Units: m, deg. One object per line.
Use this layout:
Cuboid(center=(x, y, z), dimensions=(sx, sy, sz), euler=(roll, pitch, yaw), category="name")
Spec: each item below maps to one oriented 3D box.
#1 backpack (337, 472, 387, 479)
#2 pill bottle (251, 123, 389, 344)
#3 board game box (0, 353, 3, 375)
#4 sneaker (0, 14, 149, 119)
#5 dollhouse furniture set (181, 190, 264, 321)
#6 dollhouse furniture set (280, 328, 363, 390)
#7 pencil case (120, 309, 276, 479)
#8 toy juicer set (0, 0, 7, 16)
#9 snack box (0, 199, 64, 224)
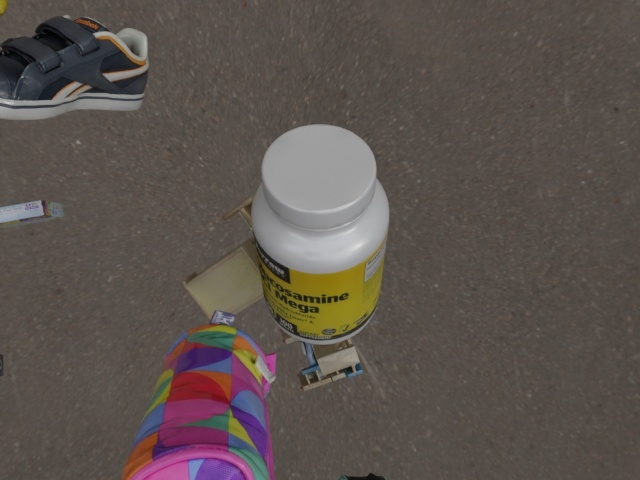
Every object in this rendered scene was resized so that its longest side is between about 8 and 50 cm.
Cuboid(center=(0.054, 0.483, 1.016), dimensions=(0.144, 0.166, 0.188), euler=(1, 108, -23), category="backpack")
Cuboid(center=(0.000, 0.000, 0.936), dimensions=(0.188, 0.334, 0.188), euler=(-1, 57, 1), category="pill bottle")
Cuboid(center=(-0.651, 0.206, 1.110), dimensions=(0.165, 0.243, 0.042), euler=(-4, 73, -14), category="board game box")
Cuboid(center=(-0.369, -0.249, 0.915), dimensions=(0.126, 0.321, 0.127), euler=(28, 115, 17), category="sneaker")
Cuboid(center=(-0.126, 0.038, 1.267), dimensions=(0.161, 0.242, 0.212), euler=(-32, 98, 30), category="dollhouse furniture set")
Cuboid(center=(0.007, 0.242, 1.297), dimensions=(0.129, 0.184, 0.129), euler=(-19, 110, -2), category="dollhouse furniture set")
Cuboid(center=(-0.080, 0.136, 0.479), dimensions=(0.104, 0.236, 0.104), euler=(-1, 104, -4), category="pencil case")
Cuboid(center=(-0.584, -0.316, 1.047), dimensions=(0.209, 0.089, 0.329), euler=(-31, 115, -14), category="toy juicer set")
Cuboid(center=(-0.645, -0.056, 1.420), dimensions=(0.141, 0.100, 0.037), euler=(-9, 89, 3), category="snack box")
